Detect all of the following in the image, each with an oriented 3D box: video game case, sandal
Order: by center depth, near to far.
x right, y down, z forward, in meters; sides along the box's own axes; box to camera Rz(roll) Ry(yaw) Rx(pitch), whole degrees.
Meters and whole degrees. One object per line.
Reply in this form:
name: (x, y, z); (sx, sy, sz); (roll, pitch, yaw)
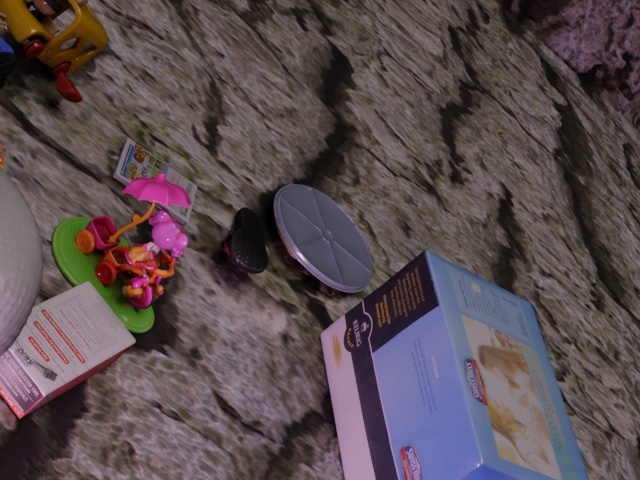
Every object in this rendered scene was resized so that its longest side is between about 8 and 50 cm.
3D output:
video game case: (-0.227, -0.082, 1.626); (0.122, 0.011, 0.087); (36, 33, -22)
sandal: (-0.108, 0.008, 1.662); (0.067, 0.040, 0.179); (46, 15, -16)

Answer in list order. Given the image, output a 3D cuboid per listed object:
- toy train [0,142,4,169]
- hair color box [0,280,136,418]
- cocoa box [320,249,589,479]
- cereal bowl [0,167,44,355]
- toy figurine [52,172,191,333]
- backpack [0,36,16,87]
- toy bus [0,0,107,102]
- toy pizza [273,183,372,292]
toy train: (-0.433, -0.110, 1.356); (0.125, 0.046, 0.166); (52, 31, 6)
hair color box: (-0.288, 0.115, 1.280); (0.093, 0.053, 0.167); (51, 29, 5)
cocoa box: (0.174, 0.234, 1.570); (0.231, 0.228, 0.347); (26, 37, -34)
cereal bowl: (-0.417, -0.030, 1.134); (0.339, 0.141, 0.339); (28, 28, -16)
toy figurine: (-0.212, -0.001, 1.406); (0.173, 0.159, 0.130); (56, 31, 12)
backpack: (-0.437, -0.223, 1.429); (0.101, 0.098, 0.120); (52, 31, 12)
toy bus: (-0.357, -0.298, 1.557); (0.191, 0.104, 0.202); (51, 3, -36)
toy pizza: (0.000, 0.000, 1.808); (0.201, 0.032, 0.201); (34, 33, -26)
